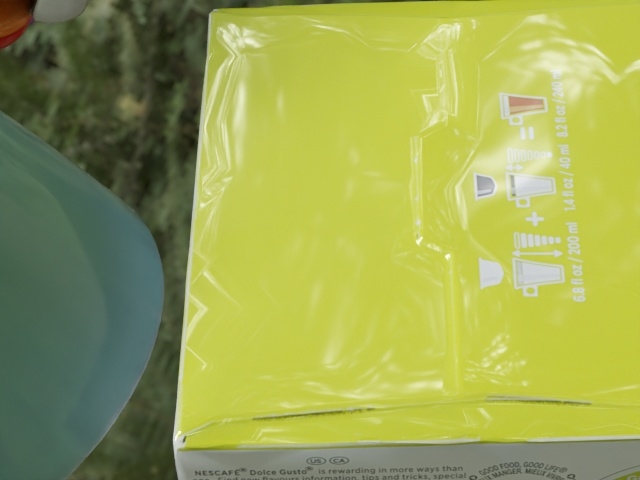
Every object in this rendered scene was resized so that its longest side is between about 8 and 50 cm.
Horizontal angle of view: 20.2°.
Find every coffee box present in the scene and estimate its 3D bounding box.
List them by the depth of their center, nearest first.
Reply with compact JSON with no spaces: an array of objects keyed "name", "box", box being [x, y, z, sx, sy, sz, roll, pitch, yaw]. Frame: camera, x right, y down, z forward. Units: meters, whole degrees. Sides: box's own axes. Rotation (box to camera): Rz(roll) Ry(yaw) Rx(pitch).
[{"name":"coffee box","box":[0.101,0.078,1.108,0.334,0.338,0.337,86,-176,-49]}]

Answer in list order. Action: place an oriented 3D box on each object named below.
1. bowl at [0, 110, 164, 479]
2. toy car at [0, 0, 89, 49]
[{"name":"bowl","box":[-0.257,0.022,0.976,0.312,0.163,0.311,-15,42,14]},{"name":"toy car","box":[-0.253,-0.218,1.416,0.182,0.159,0.136,-75,10,-59]}]
